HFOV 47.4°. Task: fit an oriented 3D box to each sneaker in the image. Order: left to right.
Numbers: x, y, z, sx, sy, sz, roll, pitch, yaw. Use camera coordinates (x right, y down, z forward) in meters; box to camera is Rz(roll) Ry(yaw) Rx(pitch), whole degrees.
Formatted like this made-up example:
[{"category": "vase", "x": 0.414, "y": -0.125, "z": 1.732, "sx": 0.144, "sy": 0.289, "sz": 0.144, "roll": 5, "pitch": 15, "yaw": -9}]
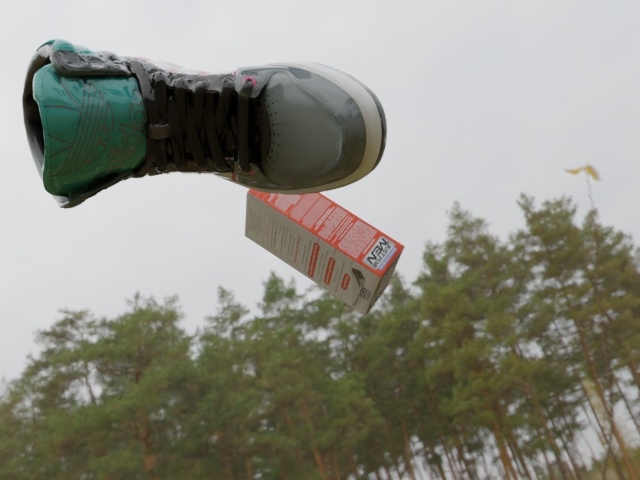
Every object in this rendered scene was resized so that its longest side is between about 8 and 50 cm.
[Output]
[{"category": "sneaker", "x": -0.115, "y": -0.086, "z": 0.537, "sx": 0.295, "sy": 0.124, "sz": 0.178, "roll": 11, "pitch": 21, "yaw": 33}]

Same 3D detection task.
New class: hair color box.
[{"category": "hair color box", "x": 0.000, "y": 0.000, "z": 0.786, "sx": 0.053, "sy": 0.167, "sz": 0.093, "roll": -49, "pitch": -13, "yaw": -28}]
